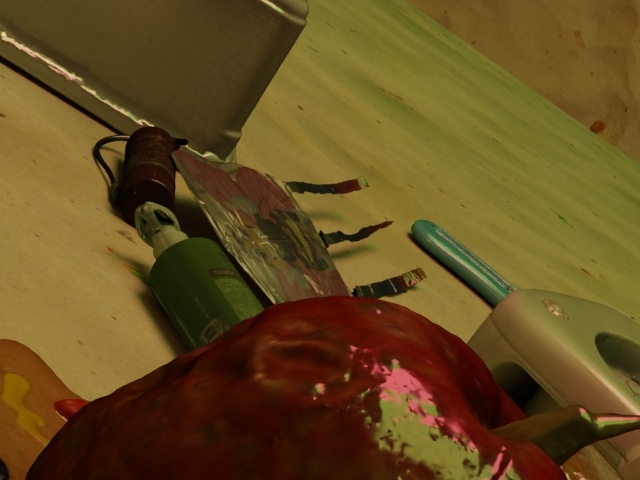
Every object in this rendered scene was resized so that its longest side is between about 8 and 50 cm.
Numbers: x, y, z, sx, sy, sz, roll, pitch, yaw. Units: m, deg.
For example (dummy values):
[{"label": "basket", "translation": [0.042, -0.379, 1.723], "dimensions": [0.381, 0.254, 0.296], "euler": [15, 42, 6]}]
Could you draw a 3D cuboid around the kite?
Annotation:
[{"label": "kite", "translation": [-0.003, 0.002, 1.480], "dimensions": [0.204, 0.022, 0.360], "euler": [54, 21, 15]}]

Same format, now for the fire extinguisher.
[{"label": "fire extinguisher", "translation": [-0.146, -0.060, 1.374], "dimensions": [0.078, 0.045, 0.157], "euler": [11, 23, -9]}]

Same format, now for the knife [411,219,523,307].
[{"label": "knife", "translation": [0.181, 0.049, 1.745], "dimensions": [0.222, 0.031, 0.064], "euler": [41, 21, 15]}]

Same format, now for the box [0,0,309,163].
[{"label": "box", "translation": [-0.164, -0.216, 1.510], "dimensions": [0.312, 0.182, 0.175], "euler": [32, 17, -16]}]

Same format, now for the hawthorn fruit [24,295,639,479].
[{"label": "hawthorn fruit", "translation": [-0.008, 0.149, 0.726], "dimensions": [0.258, 0.262, 0.258], "euler": [19, 27, -10]}]

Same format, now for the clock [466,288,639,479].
[{"label": "clock", "translation": [0.284, 0.181, 1.466], "dimensions": [0.265, 0.108, 0.324], "euler": [16, 27, -53]}]

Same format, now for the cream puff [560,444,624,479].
[{"label": "cream puff", "translation": [0.157, 0.197, 1.158], "dimensions": [0.150, 0.115, 0.165], "euler": [47, 9, 10]}]

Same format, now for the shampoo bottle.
[{"label": "shampoo bottle", "translation": [-0.074, 0.049, 1.183], "dimensions": [0.065, 0.065, 0.204], "euler": [21, 23, -43]}]

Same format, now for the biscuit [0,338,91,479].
[{"label": "biscuit", "translation": [-0.155, 0.105, 0.923], "dimensions": [0.250, 0.036, 0.165], "euler": [21, 24, -43]}]
